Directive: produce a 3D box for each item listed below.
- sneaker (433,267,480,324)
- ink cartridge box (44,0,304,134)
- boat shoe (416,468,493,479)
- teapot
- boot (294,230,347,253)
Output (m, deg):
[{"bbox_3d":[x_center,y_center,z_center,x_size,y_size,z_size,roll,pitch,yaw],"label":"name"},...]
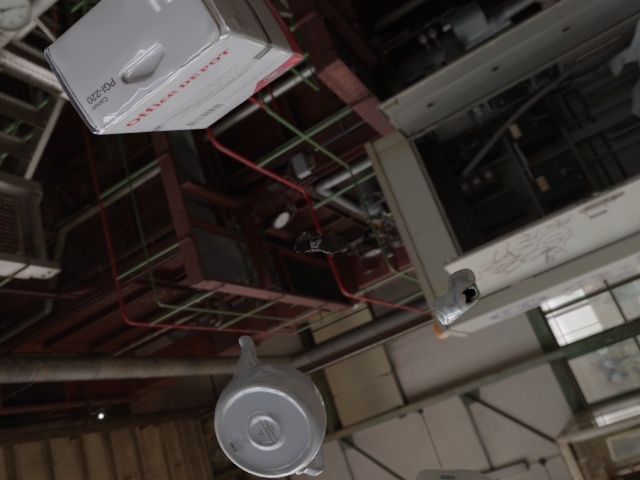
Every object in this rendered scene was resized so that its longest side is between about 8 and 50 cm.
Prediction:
[{"bbox_3d":[0.239,0.086,0.936,0.053,0.061,0.152,54,-144,-4],"label":"sneaker"},{"bbox_3d":[-0.129,-0.184,0.565,0.092,0.159,0.218,58,-161,-5],"label":"ink cartridge box"},{"bbox_3d":[0.320,0.588,1.344,0.066,0.184,0.063,-89,-1,-67],"label":"boat shoe"},{"bbox_3d":[-0.094,0.371,1.238,0.187,0.253,0.255,-48,-30,-75],"label":"teapot"},{"bbox_3d":[0.000,0.000,1.130,0.114,0.107,0.037,-76,-15,-83],"label":"boot"}]
